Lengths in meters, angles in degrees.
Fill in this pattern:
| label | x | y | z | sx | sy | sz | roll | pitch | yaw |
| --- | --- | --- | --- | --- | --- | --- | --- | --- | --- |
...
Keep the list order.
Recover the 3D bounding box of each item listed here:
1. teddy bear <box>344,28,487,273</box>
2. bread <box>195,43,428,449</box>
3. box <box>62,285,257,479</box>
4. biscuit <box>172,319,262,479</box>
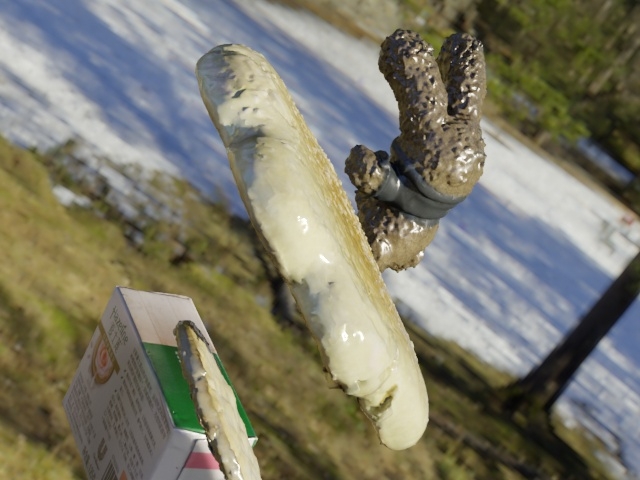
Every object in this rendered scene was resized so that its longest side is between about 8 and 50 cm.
| label | x | y | z | sx | sy | sz | roll | pitch | yaw |
| --- | --- | --- | --- | --- | --- | --- | --- | --- | --- |
| teddy bear | 0.099 | -0.080 | 1.298 | 0.182 | 0.251 | 0.129 | 6 | 15 | -42 |
| bread | 0.000 | 0.000 | 0.913 | 0.316 | 0.054 | 0.316 | 63 | 5 | -9 |
| box | -0.138 | 0.148 | 1.110 | 0.081 | 0.135 | 0.199 | 11 | 28 | -33 |
| biscuit | -0.059 | 0.116 | 0.836 | 0.152 | 0.020 | 0.152 | 159 | -90 | -88 |
